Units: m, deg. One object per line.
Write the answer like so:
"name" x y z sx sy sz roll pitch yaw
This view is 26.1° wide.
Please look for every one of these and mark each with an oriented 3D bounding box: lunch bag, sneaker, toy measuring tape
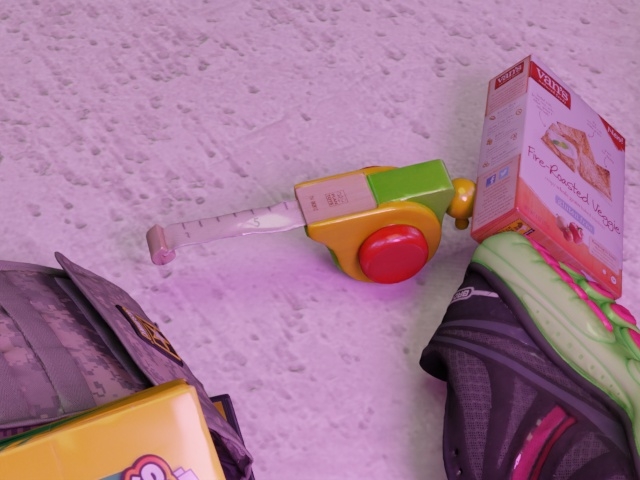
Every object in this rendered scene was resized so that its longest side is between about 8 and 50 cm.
"lunch bag" -0.219 0.127 1.132 0.287 0.169 0.235 -4 34 -36
"sneaker" 0.220 0.191 1.127 0.185 0.202 0.482 28 20 -30
"toy measuring tape" 0.000 0.000 1.359 0.330 0.121 0.121 -13 49 -6

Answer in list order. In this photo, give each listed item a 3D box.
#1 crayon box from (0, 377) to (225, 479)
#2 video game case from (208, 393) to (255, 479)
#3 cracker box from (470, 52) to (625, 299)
"crayon box" -0.176 0.312 0.909 0.313 0.106 0.362 -18 89 -12
"video game case" -0.165 0.266 1.149 0.248 0.035 0.274 -11 48 -12
"cracker box" 0.234 -0.057 1.391 0.156 0.067 0.232 37 42 -25
